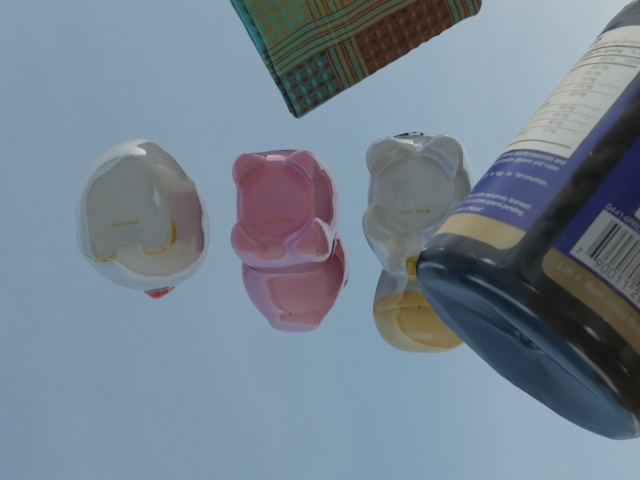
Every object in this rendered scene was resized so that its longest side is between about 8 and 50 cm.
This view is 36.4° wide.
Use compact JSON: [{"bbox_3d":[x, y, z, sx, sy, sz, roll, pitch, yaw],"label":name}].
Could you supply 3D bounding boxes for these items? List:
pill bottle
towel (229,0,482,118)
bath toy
[{"bbox_3d":[0.153,-0.032,0.435,0.219,0.123,0.123,-49,-48,-11],"label":"pill bottle"},{"bbox_3d":[0.008,-0.340,1.013,0.271,0.040,0.370,-31,-57,-5],"label":"towel"},{"bbox_3d":[0.000,0.000,0.696,0.129,0.348,0.151,27,-114,-77],"label":"bath toy"}]
